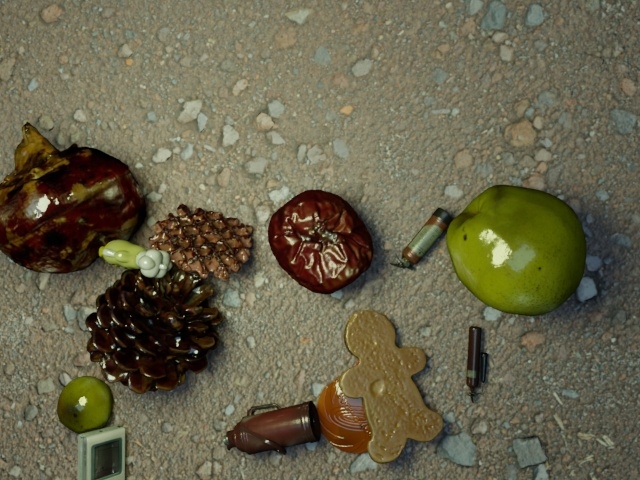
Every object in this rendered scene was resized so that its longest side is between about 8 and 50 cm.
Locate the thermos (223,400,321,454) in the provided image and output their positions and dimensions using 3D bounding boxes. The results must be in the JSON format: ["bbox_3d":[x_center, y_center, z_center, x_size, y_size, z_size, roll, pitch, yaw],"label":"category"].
[{"bbox_3d":[-0.122,0.447,1.316,0.231,0.099,0.124,-15,50,11],"label":"thermos"}]

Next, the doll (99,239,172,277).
[{"bbox_3d":[-0.393,0.038,1.182,0.162,0.106,0.062,12,93,23],"label":"doll"}]

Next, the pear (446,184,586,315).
[{"bbox_3d":[0.425,0.026,1.189,0.294,0.294,0.295,0,90,5],"label":"pear"}]

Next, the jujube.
[{"bbox_3d":[0.000,0.000,1.263,0.213,0.213,0.232,-37,92,4],"label":"jujube"}]

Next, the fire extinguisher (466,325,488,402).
[{"bbox_3d":[0.370,0.291,1.310,0.048,0.035,0.173,4,90,-33],"label":"fire extinguisher"}]

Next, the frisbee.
[{"bbox_3d":[0.084,0.418,1.329,0.191,0.035,0.192,0,89,5],"label":"frisbee"}]

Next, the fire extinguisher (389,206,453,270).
[{"bbox_3d":[0.239,0.002,1.311,0.062,0.050,0.177,39,92,-15],"label":"fire extinguisher"}]

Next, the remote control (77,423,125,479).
[{"bbox_3d":[-0.528,0.600,1.340,0.055,0.102,0.278,1,90,41],"label":"remote control"}]

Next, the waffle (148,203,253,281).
[{"bbox_3d":[-0.276,0.000,1.288,0.234,0.221,0.056,17,129,-2],"label":"waffle"}]

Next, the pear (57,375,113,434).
[{"bbox_3d":[-0.583,0.406,1.353,0.140,0.104,0.141,0,86,7],"label":"pear"}]

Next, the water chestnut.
[{"bbox_3d":[-0.580,-0.101,1.239,0.335,0.335,0.347,-17,105,4],"label":"water chestnut"}]

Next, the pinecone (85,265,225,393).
[{"bbox_3d":[-0.370,0.189,1.264,0.298,0.242,0.296,34,97,-4],"label":"pinecone"}]

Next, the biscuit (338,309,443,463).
[{"bbox_3d":[0.153,0.328,1.304,0.215,0.047,0.340,-23,82,-9],"label":"biscuit"}]
